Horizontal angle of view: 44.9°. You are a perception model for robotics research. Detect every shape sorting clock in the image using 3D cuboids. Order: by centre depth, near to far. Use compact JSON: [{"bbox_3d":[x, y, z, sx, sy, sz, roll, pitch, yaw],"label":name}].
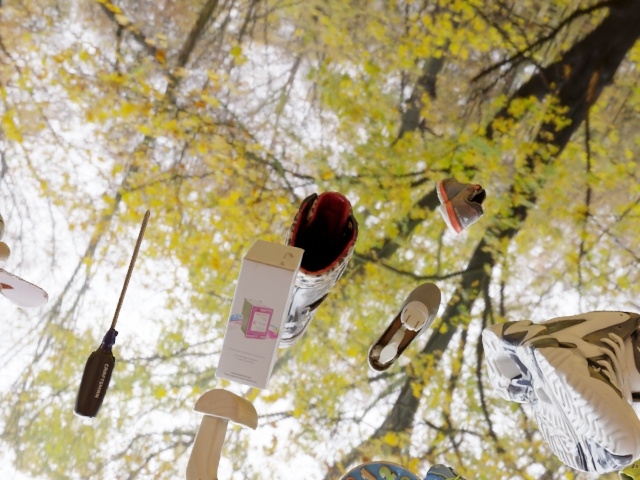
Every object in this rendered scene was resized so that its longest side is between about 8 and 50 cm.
[{"bbox_3d":[0.119,0.529,1.497,0.206,0.206,0.040,28,-174,11],"label":"shape sorting clock"}]

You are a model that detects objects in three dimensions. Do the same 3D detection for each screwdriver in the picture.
[{"bbox_3d":[-0.156,0.057,0.608,0.025,0.170,0.024,21,168,-7],"label":"screwdriver"}]

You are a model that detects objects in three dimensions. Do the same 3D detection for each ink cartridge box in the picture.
[{"bbox_3d":[-0.057,0.068,0.749,0.052,0.122,0.088,16,-168,1],"label":"ink cartridge box"}]

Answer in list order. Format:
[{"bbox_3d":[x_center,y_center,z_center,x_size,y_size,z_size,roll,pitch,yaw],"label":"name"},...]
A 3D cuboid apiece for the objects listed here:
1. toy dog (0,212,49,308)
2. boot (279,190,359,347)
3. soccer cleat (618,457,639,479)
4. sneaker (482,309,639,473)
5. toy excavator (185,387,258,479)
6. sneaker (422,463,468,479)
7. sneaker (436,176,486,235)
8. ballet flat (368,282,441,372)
[{"bbox_3d":[-0.438,0.125,0.945,0.161,0.333,0.220,33,-134,9],"label":"toy dog"},{"bbox_3d":[0.000,0.000,1.505,0.138,0.284,0.377,28,-123,2],"label":"boot"},{"bbox_3d":[0.480,0.315,1.057,0.121,0.093,0.289,25,-124,20],"label":"soccer cleat"},{"bbox_3d":[0.250,0.114,0.666,0.153,0.094,0.235,-13,-177,-6],"label":"sneaker"},{"bbox_3d":[-0.204,0.573,1.545,0.445,0.433,0.222,34,175,39],"label":"toy excavator"},{"bbox_3d":[0.234,0.443,1.320,0.091,0.240,0.126,-18,-105,-37],"label":"sneaker"},{"bbox_3d":[0.207,-0.055,1.102,0.061,0.065,0.158,59,-163,-20],"label":"sneaker"},{"bbox_3d":[0.169,0.179,1.541,0.072,0.213,0.068,37,-166,3],"label":"ballet flat"}]
